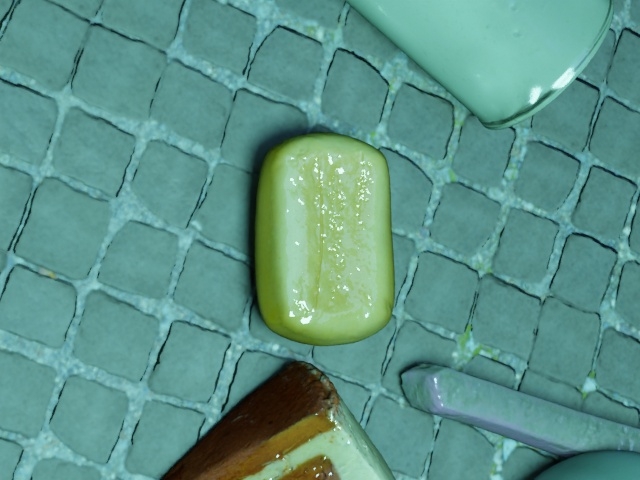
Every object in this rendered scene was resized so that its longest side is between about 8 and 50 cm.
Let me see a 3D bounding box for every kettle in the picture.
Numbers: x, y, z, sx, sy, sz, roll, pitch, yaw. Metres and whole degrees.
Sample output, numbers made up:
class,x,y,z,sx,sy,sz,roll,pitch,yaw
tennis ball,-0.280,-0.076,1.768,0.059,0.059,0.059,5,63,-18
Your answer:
class,x,y,z,sx,sy,sz,roll,pitch,yaw
kettle,0.131,-0.298,1.671,0.318,0.265,0.205,39,104,-17

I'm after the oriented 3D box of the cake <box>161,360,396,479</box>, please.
class,x,y,z,sx,sy,sz,roll,pitch,yaw
cake,-0.044,0.260,1.553,0.262,0.160,0.158,-43,107,-19

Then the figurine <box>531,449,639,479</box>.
class,x,y,z,sx,sy,sz,roll,pitch,yaw
figurine,0.362,0.344,1.735,0.382,0.225,0.205,23,80,-49

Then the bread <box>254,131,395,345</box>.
class,x,y,z,sx,sy,sz,roll,pitch,yaw
bread,0.000,0.000,1.623,0.147,0.098,0.217,5,82,-23

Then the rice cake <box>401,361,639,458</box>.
class,x,y,z,sx,sy,sz,roll,pitch,yaw
rice cake,0.250,0.203,1.740,0.365,0.073,0.056,20,77,-24
